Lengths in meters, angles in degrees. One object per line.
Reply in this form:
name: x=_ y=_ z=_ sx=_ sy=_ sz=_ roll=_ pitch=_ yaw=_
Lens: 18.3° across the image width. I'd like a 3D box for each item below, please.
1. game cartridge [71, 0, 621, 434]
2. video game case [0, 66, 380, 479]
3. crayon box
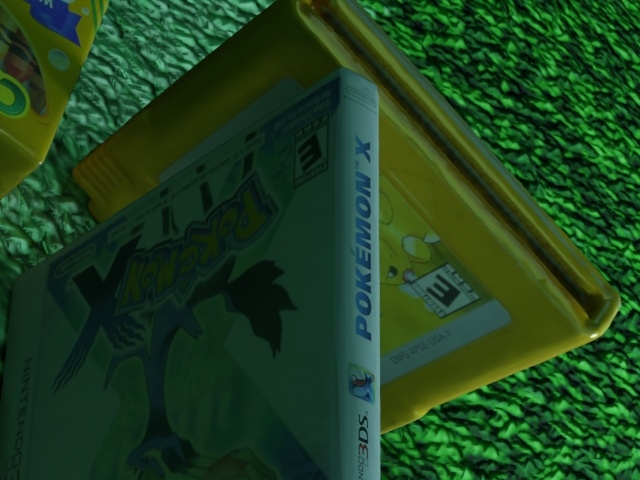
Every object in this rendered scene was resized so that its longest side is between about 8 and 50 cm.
game cartridge: x=0.000 y=0.000 z=1.315 sx=0.285 sy=0.324 sz=0.052 roll=47 pitch=51 yaw=-8
video game case: x=-0.089 y=0.091 z=1.169 sx=0.036 sy=0.329 sz=0.300 roll=28 pitch=48 yaw=-35
crayon box: x=-0.260 y=-0.165 z=1.359 sx=0.203 sy=0.083 sz=0.323 roll=35 pitch=46 yaw=-22
